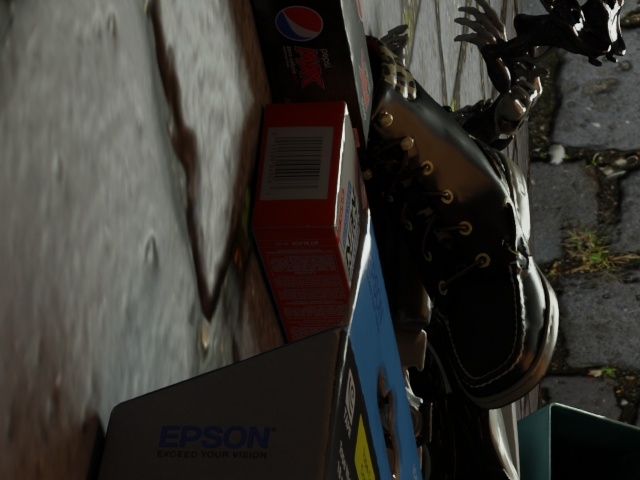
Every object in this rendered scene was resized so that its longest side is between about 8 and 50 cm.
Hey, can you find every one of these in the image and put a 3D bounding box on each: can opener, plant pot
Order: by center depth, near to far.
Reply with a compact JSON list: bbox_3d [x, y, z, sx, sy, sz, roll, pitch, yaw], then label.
[{"bbox_3d":[0.034,0.044,1.365,0.095,0.076,0.283,153,-59,-65],"label":"can opener"},{"bbox_3d":[0.225,0.289,1.906,0.234,0.166,0.165,-31,-132,52],"label":"plant pot"}]

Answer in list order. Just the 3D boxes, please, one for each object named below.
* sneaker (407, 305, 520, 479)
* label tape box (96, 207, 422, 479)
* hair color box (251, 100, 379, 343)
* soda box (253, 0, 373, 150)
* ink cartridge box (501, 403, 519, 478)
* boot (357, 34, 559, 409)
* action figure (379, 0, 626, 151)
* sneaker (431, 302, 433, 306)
[{"bbox_3d":[0.120,0.182,1.552,0.108,0.100,0.271,-35,117,-78],"label":"sneaker"},{"bbox_3d":[-0.029,0.187,0.826,0.240,0.106,0.333,78,15,-48],"label":"label tape box"},{"bbox_3d":[0.000,0.000,1.152,0.167,0.053,0.093,77,15,-57],"label":"hair color box"},{"bbox_3d":[-0.005,-0.130,1.126,0.169,0.053,0.060,79,15,-50],"label":"soda box"},{"bbox_3d":[0.134,0.156,1.727,0.219,0.093,0.160,55,30,-79],"label":"ink cartridge box"},{"bbox_3d":[0.071,-0.015,1.242,0.178,0.085,0.236,42,30,-34],"label":"boot"},{"bbox_3d":[0.131,-0.140,1.595,0.141,0.276,0.164,54,40,2],"label":"action figure"},{"bbox_3d":[0.092,0.008,1.706,0.152,0.054,0.061,84,1,-61],"label":"sneaker"}]
